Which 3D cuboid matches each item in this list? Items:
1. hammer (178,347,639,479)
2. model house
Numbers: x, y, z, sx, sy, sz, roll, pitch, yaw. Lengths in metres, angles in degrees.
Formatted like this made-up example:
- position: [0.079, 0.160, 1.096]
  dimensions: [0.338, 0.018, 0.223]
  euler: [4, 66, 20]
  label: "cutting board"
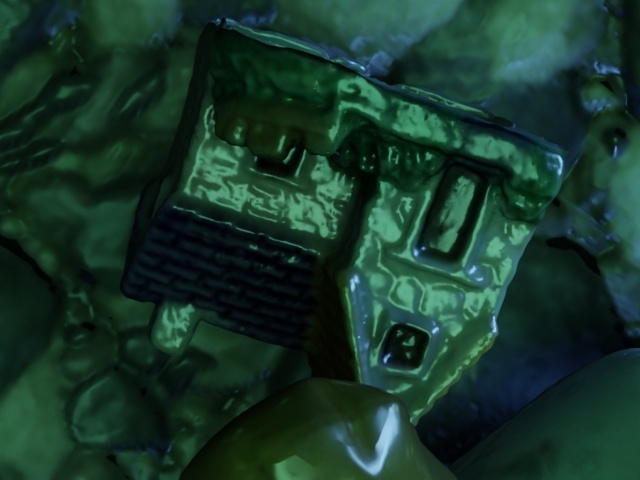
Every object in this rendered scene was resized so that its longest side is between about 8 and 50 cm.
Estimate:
- position: [0.035, 0.087, 0.476]
  dimensions: [0.202, 0.305, 0.113]
  euler: [-42, 65, -2]
  label: "hammer"
- position: [0.000, 0.000, 0.533]
  dimensions: [0.101, 0.088, 0.100]
  euler: [20, 98, -13]
  label: "model house"
